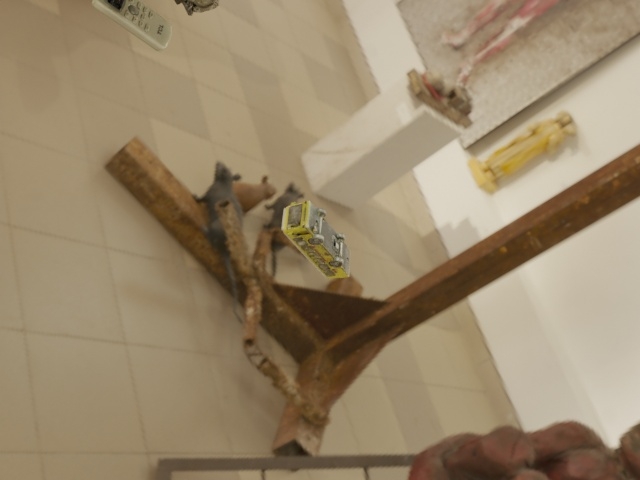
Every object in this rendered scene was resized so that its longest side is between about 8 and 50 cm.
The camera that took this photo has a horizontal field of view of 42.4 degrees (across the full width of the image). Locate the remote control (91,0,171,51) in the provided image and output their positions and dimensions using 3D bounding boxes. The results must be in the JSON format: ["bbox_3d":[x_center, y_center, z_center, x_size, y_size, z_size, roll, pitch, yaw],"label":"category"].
[{"bbox_3d":[-0.414,-0.499,1.832,0.190,0.029,0.088,33,48,-33],"label":"remote control"}]

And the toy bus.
[{"bbox_3d":[0.000,0.000,1.777,0.226,0.074,0.081,47,41,-51],"label":"toy bus"}]

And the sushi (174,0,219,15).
[{"bbox_3d":[-0.287,-0.619,2.028,0.273,0.109,0.134,42,43,-78],"label":"sushi"}]
